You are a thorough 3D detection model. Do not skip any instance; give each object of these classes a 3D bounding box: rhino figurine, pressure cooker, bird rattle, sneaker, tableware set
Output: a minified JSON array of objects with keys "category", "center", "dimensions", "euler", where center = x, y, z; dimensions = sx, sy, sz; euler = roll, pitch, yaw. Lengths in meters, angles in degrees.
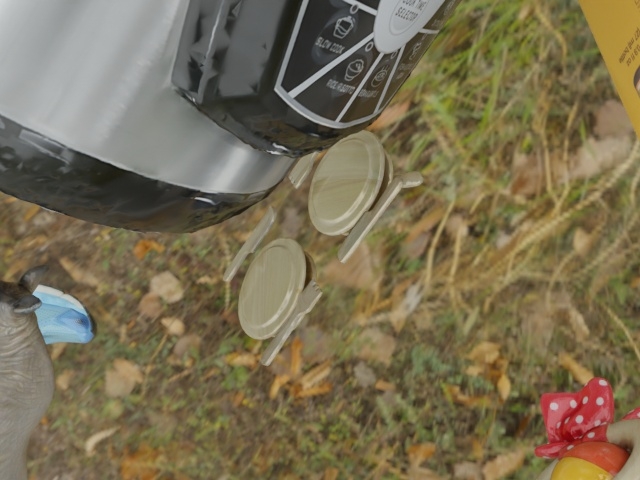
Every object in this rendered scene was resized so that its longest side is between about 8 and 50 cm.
[{"category":"rhino figurine","center":[-0.210,0.091,0.696],"dimensions":[0.106,0.073,0.243],"euler":[14,109,-7]},{"category":"pressure cooker","center":[-0.069,-0.261,0.548],"dimensions":[0.375,0.370,0.420],"euler":[29,108,-26]},{"category":"bird rattle","center":[0.239,0.225,1.080],"dimensions":[0.253,0.207,0.143],"euler":[-32,93,-26]},{"category":"sneaker","center":[-0.241,0.076,0.869],"dimensions":[0.162,0.063,0.073],"euler":[-6,64,0]},{"category":"tableware set","center":[0.000,0.000,0.963],"dimensions":[0.039,0.128,0.194],"euler":[22,113,-34]}]

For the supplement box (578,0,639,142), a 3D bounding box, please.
[{"category":"supplement box","center":[0.203,-0.105,0.643],"dimensions":[0.080,0.078,0.233],"euler":[-10,67,-12]}]
